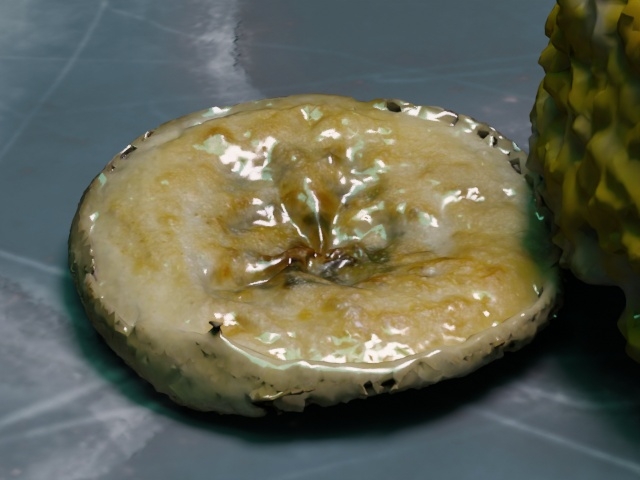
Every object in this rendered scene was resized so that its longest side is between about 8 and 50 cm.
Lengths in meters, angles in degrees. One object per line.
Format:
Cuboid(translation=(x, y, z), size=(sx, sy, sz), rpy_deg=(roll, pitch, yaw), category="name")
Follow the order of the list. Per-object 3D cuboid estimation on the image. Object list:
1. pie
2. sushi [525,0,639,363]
Cuboid(translation=(0.000, 0.000, 1.042), size=(0.274, 0.055, 0.274), rpy_deg=(-1, 36, 1), category="pie")
Cuboid(translation=(0.304, -0.076, 0.976), size=(0.397, 0.240, 0.351), rpy_deg=(5, 34, -2), category="sushi")
